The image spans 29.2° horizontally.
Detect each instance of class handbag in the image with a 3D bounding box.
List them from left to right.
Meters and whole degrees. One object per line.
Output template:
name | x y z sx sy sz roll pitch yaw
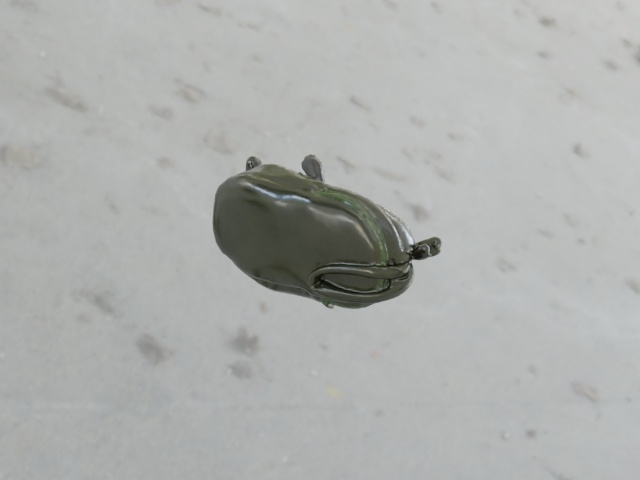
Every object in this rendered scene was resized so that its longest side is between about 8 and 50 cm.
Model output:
handbag | 0.000 0.000 0.567 0.111 0.072 0.047 16 28 32
